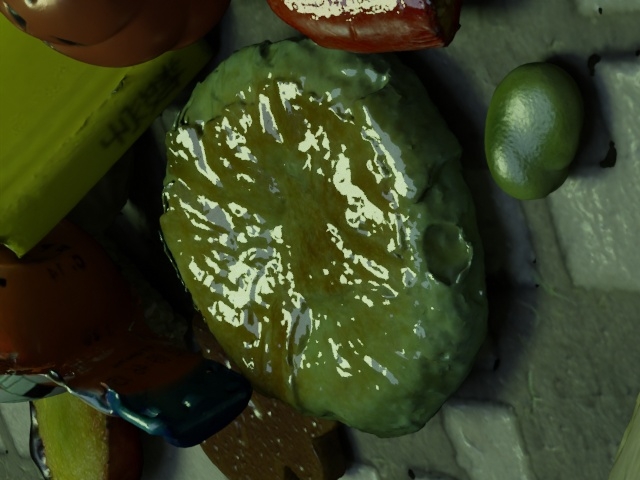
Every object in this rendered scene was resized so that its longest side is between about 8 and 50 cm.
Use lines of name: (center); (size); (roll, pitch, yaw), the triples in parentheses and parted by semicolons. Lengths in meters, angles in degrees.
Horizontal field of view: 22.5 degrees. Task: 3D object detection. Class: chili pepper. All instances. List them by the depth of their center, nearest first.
chili pepper: (0.010, -0.161, 0.992); (0.192, 0.086, 0.084); (5, 139, 41)

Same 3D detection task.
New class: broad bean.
broad bean: (0.125, -0.066, 0.947); (0.063, 0.045, 0.083); (29, 126, 37)

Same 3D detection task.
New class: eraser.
eraser: (-0.205, -0.116, 1.201); (0.158, 0.226, 0.069); (41, 178, 29)

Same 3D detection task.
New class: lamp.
lamp: (-0.132, -0.206, 1.062); (0.164, 0.187, 0.188); (16, 126, 44)

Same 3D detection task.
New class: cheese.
cheese: (-0.205, 0.066, 1.238); (0.329, 0.217, 0.129); (24, 122, 28)

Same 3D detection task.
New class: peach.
peach: (-0.219, 0.169, 1.543); (0.189, 0.068, 0.279); (65, 151, 13)

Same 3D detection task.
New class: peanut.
peanut: (-0.211, -0.103, 1.320); (0.098, 0.090, 0.214); (1, 115, 41)

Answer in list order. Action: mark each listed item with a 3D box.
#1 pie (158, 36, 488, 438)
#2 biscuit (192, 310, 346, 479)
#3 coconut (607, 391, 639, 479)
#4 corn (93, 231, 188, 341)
pie: (0.000, 0.000, 1.113); (0.306, 0.071, 0.306); (20, 122, 36)
biscuit: (-0.049, 0.130, 1.315); (0.180, 0.039, 0.236); (53, 145, 6)
coconut: (0.269, 0.122, 0.700); (0.328, 0.328, 0.329); (32, 136, 37)
corn: (-0.251, 0.013, 1.426); (0.335, 0.126, 0.127); (44, 142, 24)
